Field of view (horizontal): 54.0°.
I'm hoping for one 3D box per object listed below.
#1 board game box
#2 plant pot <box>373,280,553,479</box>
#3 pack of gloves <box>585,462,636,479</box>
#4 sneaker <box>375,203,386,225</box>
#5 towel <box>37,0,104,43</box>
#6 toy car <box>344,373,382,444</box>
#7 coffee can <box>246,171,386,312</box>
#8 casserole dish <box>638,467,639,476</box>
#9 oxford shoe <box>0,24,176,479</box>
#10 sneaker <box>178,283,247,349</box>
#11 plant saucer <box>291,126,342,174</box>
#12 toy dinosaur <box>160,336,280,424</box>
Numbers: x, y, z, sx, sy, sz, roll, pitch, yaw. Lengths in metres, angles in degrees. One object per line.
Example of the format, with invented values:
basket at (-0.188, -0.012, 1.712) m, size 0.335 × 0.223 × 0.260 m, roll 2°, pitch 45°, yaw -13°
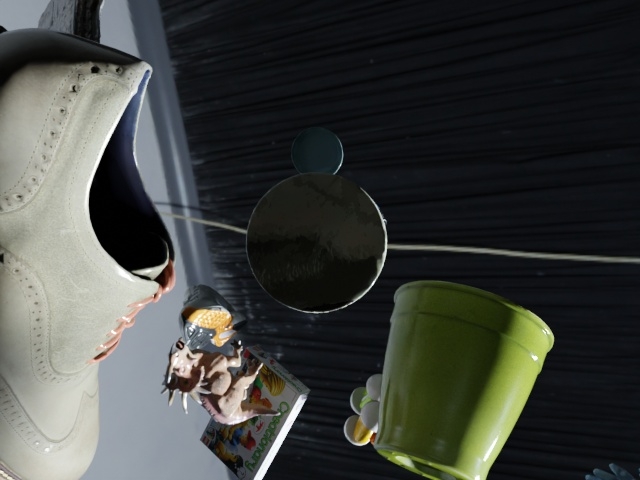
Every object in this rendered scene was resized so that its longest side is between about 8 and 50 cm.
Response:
board game box at (-0.172, 0.448, 1.599) m, size 0.053 × 0.193 × 0.305 m, roll -1°, pitch 122°, yaw -60°
plant pot at (0.279, 0.329, 1.372) m, size 0.366 × 0.367 × 0.352 m, roll 49°, pitch 56°, yaw -44°
pack of gloves at (0.509, 0.497, 1.022) m, size 0.195 × 0.232 × 0.046 m, roll -56°, pitch 177°, yaw -6°
sneaker at (0.093, -0.034, 1.245) m, size 0.078 × 0.067 × 0.188 m, roll 47°, pitch 11°, yaw 11°
towel at (-0.401, -0.294, 0.985) m, size 0.049 × 0.187 × 0.282 m, roll 15°, pitch 56°, yaw -38°
toy car at (0.150, 0.435, 1.579) m, size 0.136 × 0.159 × 0.182 m, roll 23°, pitch 51°, yaw -8°
coffee can at (0.000, 0.000, 1.018) m, size 0.275 × 0.202 × 0.201 m, roll -16°, pitch 103°, yaw -87°
casserole dish at (0.631, 0.417, 1.045) m, size 0.114 × 0.189 × 0.037 m, roll 94°, pitch 10°, yaw -58°
oxford shoe at (-0.160, 0.044, 0.397) m, size 0.123 × 0.130 × 0.348 m, roll -86°, pitch -178°, yaw -56°
sneaker at (-0.233, 0.136, 1.208) m, size 0.099 × 0.121 × 0.262 m, roll -42°, pitch 167°, yaw -4°
plant saucer at (-0.006, -0.197, 1.420) m, size 0.021 × 0.119 × 0.119 m, roll -45°, pitch 126°, yaw -70°
toy dinosaur at (-0.228, 0.317, 1.340) m, size 0.295 × 0.127 × 0.200 m, roll 50°, pitch 28°, yaw -12°
